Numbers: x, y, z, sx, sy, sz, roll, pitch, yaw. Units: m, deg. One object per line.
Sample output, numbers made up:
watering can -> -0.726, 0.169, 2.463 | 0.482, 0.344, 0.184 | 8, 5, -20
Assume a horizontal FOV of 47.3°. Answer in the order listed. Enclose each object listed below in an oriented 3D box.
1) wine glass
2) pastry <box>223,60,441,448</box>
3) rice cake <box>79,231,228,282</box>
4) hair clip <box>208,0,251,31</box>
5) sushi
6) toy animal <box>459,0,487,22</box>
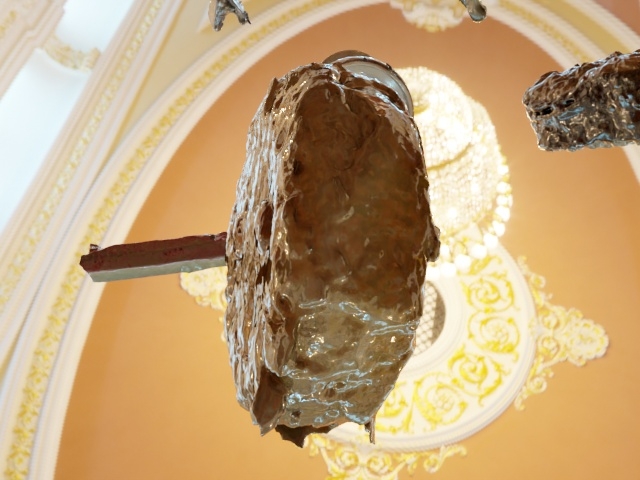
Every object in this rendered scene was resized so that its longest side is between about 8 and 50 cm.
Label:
wine glass -> 0.052, -0.206, 1.099 | 0.164, 0.165, 0.196 | 1, -158, 0
pastry -> 0.000, 0.000, 0.631 | 0.136, 0.330, 0.330 | 6, -128, -16
rice cake -> -0.214, 0.012, 1.111 | 0.290, 0.051, 0.081 | -6, -135, -11
hair clip -> -0.146, -0.368, 0.923 | 0.054, 0.220, 0.140 | -17, -130, 1
sushi -> 0.556, -0.268, 1.394 | 0.210, 0.171, 0.350 | -20, -168, -24
toy animal -> 0.148, -0.218, 0.355 | 0.073, 0.176, 0.217 | 40, -117, -3
